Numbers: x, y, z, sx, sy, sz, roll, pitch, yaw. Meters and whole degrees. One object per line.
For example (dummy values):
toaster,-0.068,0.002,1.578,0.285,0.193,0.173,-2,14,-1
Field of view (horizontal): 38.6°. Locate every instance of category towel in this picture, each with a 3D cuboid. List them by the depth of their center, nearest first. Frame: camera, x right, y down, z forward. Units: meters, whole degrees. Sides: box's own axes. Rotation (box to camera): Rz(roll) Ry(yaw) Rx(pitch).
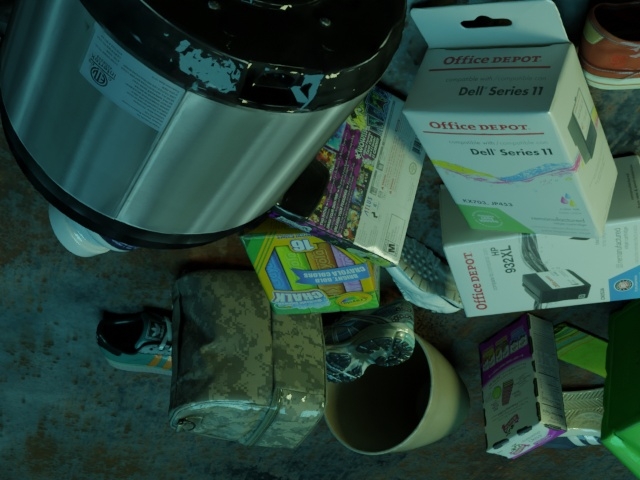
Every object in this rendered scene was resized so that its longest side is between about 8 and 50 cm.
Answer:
towel,0.542,0.228,1.853,0.237,0.021,0.102,23,141,-26

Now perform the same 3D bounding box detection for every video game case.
video game case,0.042,-0.105,1.240,0.210,0.232,0.042,24,161,-28

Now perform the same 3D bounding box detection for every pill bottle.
pill bottle,-0.271,-0.069,1.375,0.264,0.153,0.153,-19,139,27

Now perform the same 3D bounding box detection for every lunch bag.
lunch bag,-0.142,0.202,1.628,0.256,0.305,0.212,11,144,-20

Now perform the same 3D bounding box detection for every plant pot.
plant pot,0.180,0.311,1.835,0.256,0.256,0.274,-21,153,30

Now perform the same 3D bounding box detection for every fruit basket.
fruit basket,0.712,0.280,1.617,0.392,0.392,0.283,18,142,-20

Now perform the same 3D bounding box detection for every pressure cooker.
pressure cooker,-0.157,-0.197,0.988,0.375,0.370,0.420,-11,158,-34

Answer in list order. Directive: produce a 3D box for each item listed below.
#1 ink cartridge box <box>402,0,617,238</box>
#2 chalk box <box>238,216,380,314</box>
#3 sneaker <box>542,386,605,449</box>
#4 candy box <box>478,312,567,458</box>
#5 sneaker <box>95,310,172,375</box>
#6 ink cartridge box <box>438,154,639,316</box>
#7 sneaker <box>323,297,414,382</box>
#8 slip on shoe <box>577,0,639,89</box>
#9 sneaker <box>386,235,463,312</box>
ink cartridge box,0.247,-0.149,1.208,0.207,0.119,0.353,5,150,34
chalk box,0.000,0.000,1.435,0.179,0.180,0.289,-5,145,11
sneaker,0.602,0.400,2.016,0.350,0.131,0.148,3,152,9
candy box,0.384,0.280,1.752,0.071,0.233,0.159,20,142,-22
sneaker,-0.298,0.202,1.798,0.302,0.108,0.121,-1,149,8
ink cartridge box,0.360,0.001,1.451,0.307,0.129,0.223,-8,144,15
sneaker,0.068,0.187,1.738,0.283,0.122,0.110,-18,130,37
slip on shoe,0.478,-0.258,1.098,0.331,0.123,0.101,-4,140,18
sneaker,0.170,0.071,1.607,0.095,0.090,0.235,-18,139,41
